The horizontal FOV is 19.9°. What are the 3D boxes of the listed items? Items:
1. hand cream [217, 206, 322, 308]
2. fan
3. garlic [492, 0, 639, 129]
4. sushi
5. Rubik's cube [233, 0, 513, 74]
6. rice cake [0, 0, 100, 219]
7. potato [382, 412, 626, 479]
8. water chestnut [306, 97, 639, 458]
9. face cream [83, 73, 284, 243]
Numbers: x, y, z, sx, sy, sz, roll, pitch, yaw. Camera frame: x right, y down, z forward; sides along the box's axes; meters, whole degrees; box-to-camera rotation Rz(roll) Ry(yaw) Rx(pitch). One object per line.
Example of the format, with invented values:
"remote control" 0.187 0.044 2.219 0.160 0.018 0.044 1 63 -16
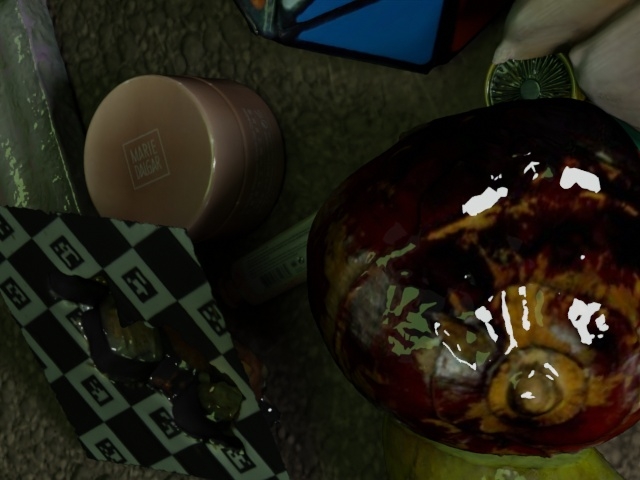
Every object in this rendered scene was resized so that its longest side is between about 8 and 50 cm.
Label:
"hand cream" 0.000 0.000 1.560 0.210 0.043 0.067 -28 78 26
"fan" 0.198 -0.096 1.419 0.155 0.039 0.082 40 112 25
"garlic" 0.276 -0.186 1.254 0.279 0.132 0.325 46 141 -8
"sushi" -0.156 0.079 1.603 0.292 0.059 0.294 4 127 41
"Rubik's cube" 0.046 -0.301 1.391 0.246 0.248 0.250 -43 67 27
"rice cake" -0.273 -0.093 1.734 0.106 0.050 0.298 -24 79 33
"potato" 0.154 0.218 1.395 0.298 0.141 0.176 39 123 26
"water chestnut" 0.132 0.031 1.339 0.289 0.244 0.289 0 71 1
"face cream" -0.119 -0.070 1.597 0.149 0.104 0.149 1 92 34
